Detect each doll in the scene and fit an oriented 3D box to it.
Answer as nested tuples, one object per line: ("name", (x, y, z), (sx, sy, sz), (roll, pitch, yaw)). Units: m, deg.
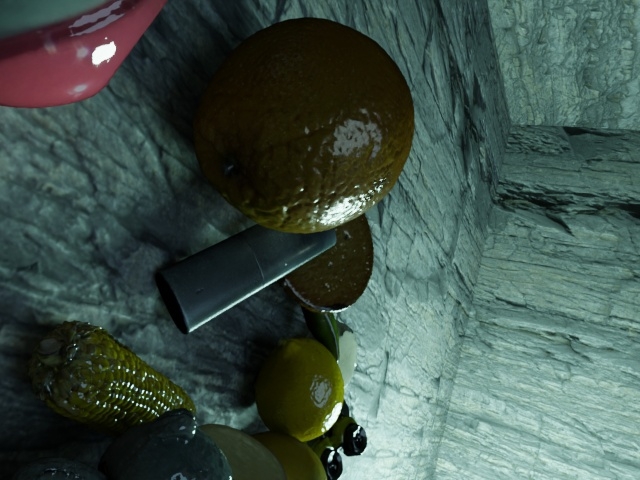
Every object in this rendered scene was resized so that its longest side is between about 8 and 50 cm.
("doll", (-0.272, 0.307, 0.648), (0.158, 0.340, 0.245), (-116, -167, -53))

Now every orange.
("orange", (-0.026, -0.173, 0.857), (0.357, 0.322, 0.322), (-35, 129, -40))

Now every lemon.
("lemon", (-0.041, 0.298, 1.104), (0.187, 0.187, 0.244), (-39, 130, -52))

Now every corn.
("corn", (-0.265, 0.208, 0.736), (0.115, 0.115, 0.318), (-66, 150, -26))

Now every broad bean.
("broad bean", (-0.019, 0.118, 1.165), (0.061, 0.077, 0.339), (-24, 101, -32))

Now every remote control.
("remote control", (-0.109, 0.029, 0.956), (0.377, 0.044, 0.107), (-30, 96, -44))

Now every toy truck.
("toy truck", (-0.006, 0.457, 1.293), (0.224, 0.147, 0.165), (-24, 96, -55))

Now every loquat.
("loquat", (-0.100, 0.461, 0.994), (0.244, 0.244, 0.243), (-29, 123, -57))

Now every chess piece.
("chess piece", (-0.193, 0.446, 0.825), (0.299, 0.167, 0.167), (-59, 153, 6))

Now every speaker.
("speaker", (-0.279, -0.272, 0.479), (0.294, 0.294, 0.294), (-29, 123, -57))

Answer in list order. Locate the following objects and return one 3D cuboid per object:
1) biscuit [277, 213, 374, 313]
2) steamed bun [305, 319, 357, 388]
("biscuit", (0.000, 0.000, 1.127), (0.305, 0.038, 0.305), (15, 68, -40))
("steamed bun", (0.012, 0.271, 1.281), (0.183, 0.106, 0.182), (-10, 101, -62))
